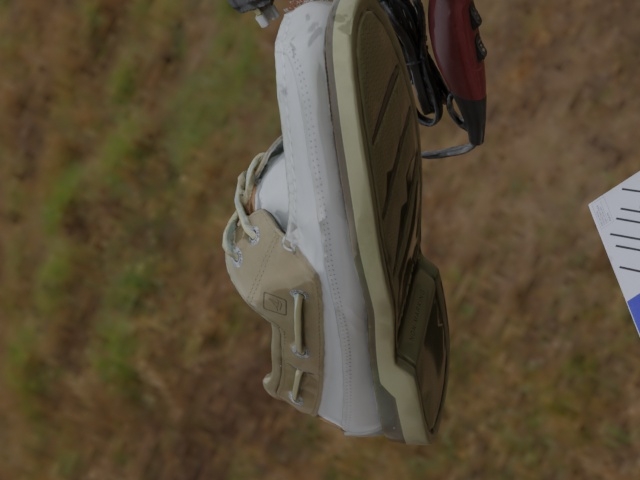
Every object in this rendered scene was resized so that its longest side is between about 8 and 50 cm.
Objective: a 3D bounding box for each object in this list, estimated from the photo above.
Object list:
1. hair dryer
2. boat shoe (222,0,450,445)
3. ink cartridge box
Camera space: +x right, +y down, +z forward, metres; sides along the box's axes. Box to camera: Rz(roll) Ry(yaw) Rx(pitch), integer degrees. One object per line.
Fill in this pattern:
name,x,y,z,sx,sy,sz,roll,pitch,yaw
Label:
hair dryer,0.091,-0.180,1.343,0.293,0.223,0.080,-25,35,50
boat shoe,0.000,0.000,1.026,0.113,0.103,0.302,-71,-21,-44
ink cartridge box,0.309,0.028,1.674,0.097,0.046,0.207,-34,48,23
